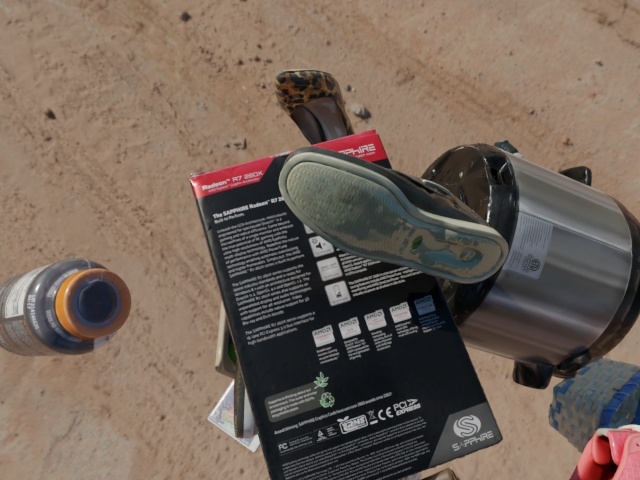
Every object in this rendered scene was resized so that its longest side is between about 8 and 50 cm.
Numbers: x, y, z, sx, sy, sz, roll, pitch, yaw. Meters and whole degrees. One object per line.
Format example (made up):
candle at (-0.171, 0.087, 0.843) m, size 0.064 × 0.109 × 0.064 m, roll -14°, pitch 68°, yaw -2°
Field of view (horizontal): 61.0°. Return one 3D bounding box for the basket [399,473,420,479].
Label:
basket at (0.037, 0.492, 1.289) m, size 0.266 × 0.331 × 0.328 m, roll -25°, pitch 34°, yaw -19°

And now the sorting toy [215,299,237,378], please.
sorting toy at (-0.135, 0.187, 1.071) m, size 0.038 × 0.208 × 0.193 m, roll -13°, pitch 57°, yaw 20°

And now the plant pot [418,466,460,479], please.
plant pot at (0.191, 0.500, 0.966) m, size 0.165 × 0.167 × 0.167 m, roll -33°, pitch 75°, yaw 6°

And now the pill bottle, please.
pill bottle at (-0.361, 0.096, 0.758) m, size 0.246 × 0.130 × 0.130 m, roll -11°, pitch 67°, yaw 43°

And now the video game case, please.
video game case at (-0.244, 0.567, 1.802) m, size 0.201 × 0.023 × 0.183 m, roll 27°, pitch 71°, yaw 21°

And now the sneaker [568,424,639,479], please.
sneaker at (0.398, 0.266, 0.644) m, size 0.314 × 0.116 × 0.136 m, roll -28°, pitch 83°, yaw -25°

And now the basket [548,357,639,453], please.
basket at (0.691, 0.398, 1.213) m, size 0.255 × 0.289 × 0.201 m, roll -23°, pitch 116°, yaw -29°

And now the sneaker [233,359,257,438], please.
sneaker at (-0.032, 0.156, 0.831) m, size 0.178 × 0.124 × 0.295 m, roll 10°, pitch 61°, yaw -8°

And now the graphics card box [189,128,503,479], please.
graphics card box at (0.014, 0.076, 0.601) m, size 0.233 × 0.094 × 0.370 m, roll -16°, pitch 70°, yaw -11°

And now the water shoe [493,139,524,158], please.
water shoe at (0.383, -0.148, 1.227) m, size 0.073 × 0.203 × 0.080 m, roll -14°, pitch 67°, yaw -27°

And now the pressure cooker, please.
pressure cooker at (0.382, 0.051, 1.025) m, size 0.420 × 0.370 × 0.375 m, roll 17°, pitch 34°, yaw -16°

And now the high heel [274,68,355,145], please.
high heel at (0.010, -0.171, 0.897) m, size 0.093 × 0.261 × 0.186 m, roll -19°, pitch 80°, yaw 20°

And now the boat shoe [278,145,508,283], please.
boat shoe at (0.066, -0.029, 0.512) m, size 0.233 × 0.084 × 0.079 m, roll 20°, pitch 34°, yaw -22°
